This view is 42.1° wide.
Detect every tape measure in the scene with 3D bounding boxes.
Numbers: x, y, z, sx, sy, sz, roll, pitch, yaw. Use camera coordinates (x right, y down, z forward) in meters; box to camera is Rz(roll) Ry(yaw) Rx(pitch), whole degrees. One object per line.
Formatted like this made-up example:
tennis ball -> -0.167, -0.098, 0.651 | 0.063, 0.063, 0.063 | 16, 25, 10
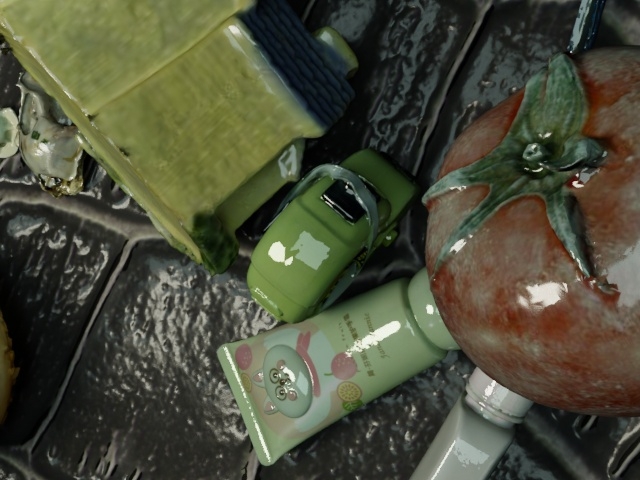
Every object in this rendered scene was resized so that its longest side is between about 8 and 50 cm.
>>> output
tape measure -> 0.000, 0.000, 0.836 | 0.106, 0.175, 0.200 | 44, 106, 9

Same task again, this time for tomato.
tomato -> 0.241, -0.007, 0.696 | 0.317, 0.316, 0.282 | -40, 124, 17

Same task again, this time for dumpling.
dumpling -> -0.390, -0.127, 1.001 | 0.077, 0.043, 0.059 | -29, 105, 2

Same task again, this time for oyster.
oyster -> -0.310, -0.132, 0.971 | 0.108, 0.053, 0.165 | 16, 94, -5

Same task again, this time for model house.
model house -> -0.128, -0.168, 0.848 | 0.266, 0.261, 0.321 | -42, 102, -9

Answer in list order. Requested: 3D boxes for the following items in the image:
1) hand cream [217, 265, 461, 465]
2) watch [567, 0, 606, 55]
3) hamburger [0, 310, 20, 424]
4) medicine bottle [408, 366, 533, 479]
hand cream -> 0.029, 0.122, 0.896 | 0.306, 0.093, 0.147 | -30, 76, 24
watch -> 0.229, -0.358, 0.782 | 0.276, 0.068, 0.274 | 41, 105, 6
hamburger -> -0.537, 0.155, 0.968 | 0.330, 0.250, 0.329 | 3, 100, 18
medicine bottle -> 0.149, 0.211, 0.848 | 0.069, 0.119, 0.183 | 29, 101, 11
